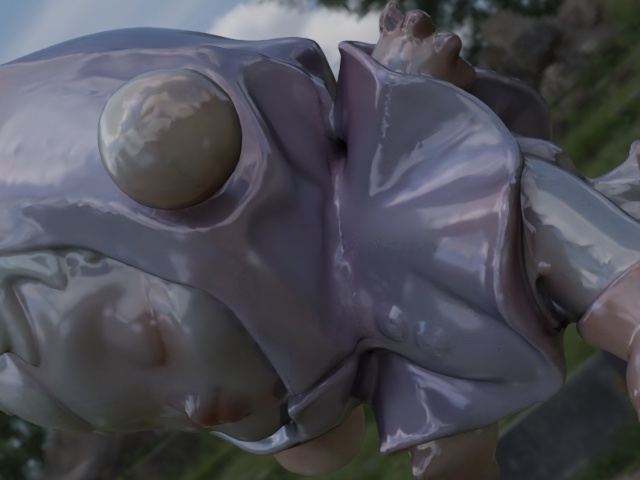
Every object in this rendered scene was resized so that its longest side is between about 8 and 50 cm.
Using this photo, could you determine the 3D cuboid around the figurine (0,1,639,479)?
[{"bbox_3d":[-0.001,0.000,0.474,0.200,0.275,0.133,68,-152,-55],"label":"figurine"}]
